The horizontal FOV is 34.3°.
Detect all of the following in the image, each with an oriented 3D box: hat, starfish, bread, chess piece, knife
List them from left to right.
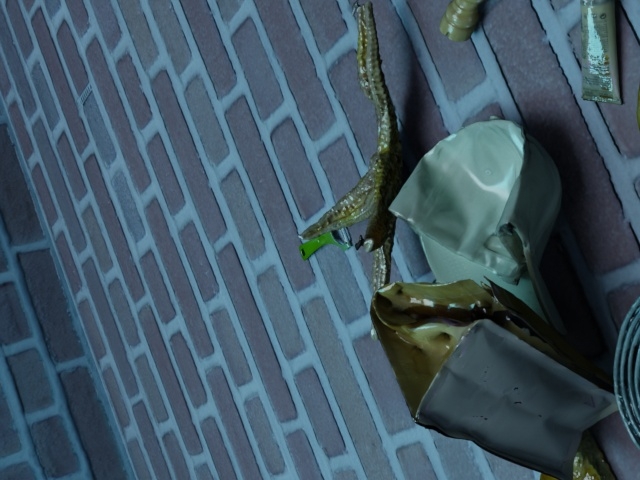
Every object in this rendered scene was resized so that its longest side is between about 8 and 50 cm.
[{"bbox_3d":[-0.002,0.000,1.869,0.166,0.023,0.078,-30,73,55],"label":"knife"},{"bbox_3d":[0.063,-0.086,1.580,0.398,0.132,0.384,110,165,-56],"label":"starfish"},{"bbox_3d":[0.202,-0.331,1.405,0.066,0.066,0.122,56,148,26],"label":"chess piece"},{"bbox_3d":[0.261,-0.007,1.400,0.301,0.168,0.258,58,159,-22],"label":"hat"},{"bbox_3d":[0.352,0.338,1.462,0.136,0.054,0.154,-40,67,57],"label":"bread"}]

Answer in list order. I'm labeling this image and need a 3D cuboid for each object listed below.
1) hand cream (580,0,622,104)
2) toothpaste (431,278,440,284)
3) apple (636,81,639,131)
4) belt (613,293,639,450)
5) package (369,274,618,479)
[{"bbox_3d":[0.342,-0.236,1.264,0.061,0.039,0.143,18,127,44],"label":"hand cream"},{"bbox_3d":[0.157,0.125,1.678,0.049,0.031,0.204,60,141,21],"label":"toothpaste"},{"bbox_3d":[0.431,-0.126,0.962,0.301,0.301,0.301,27,124,48],"label":"apple"},{"bbox_3d":[0.442,0.156,1.196,0.206,0.116,0.267,33,126,39],"label":"belt"},{"bbox_3d":[0.244,0.151,1.326,0.165,0.311,0.221,-46,37,21],"label":"package"}]
